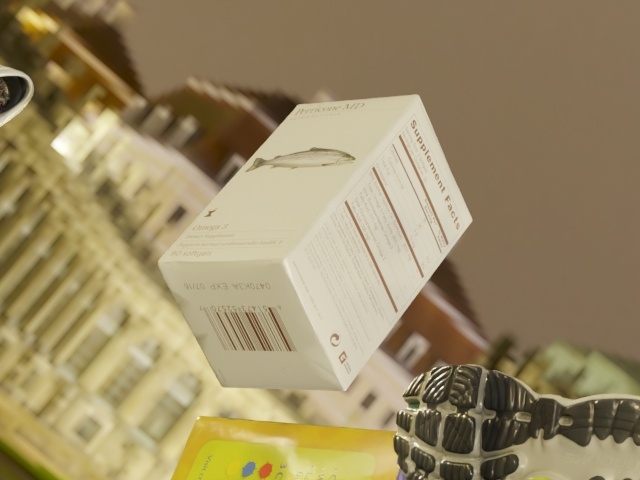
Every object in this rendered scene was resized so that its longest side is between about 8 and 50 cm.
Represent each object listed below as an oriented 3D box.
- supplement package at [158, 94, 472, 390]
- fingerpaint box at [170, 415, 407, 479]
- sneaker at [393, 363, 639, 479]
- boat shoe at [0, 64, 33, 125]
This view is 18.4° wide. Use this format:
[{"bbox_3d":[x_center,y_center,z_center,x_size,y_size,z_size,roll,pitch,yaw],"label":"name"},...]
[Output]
[{"bbox_3d":[0.000,0.000,1.260,0.105,0.179,0.105,-3,-55,38],"label":"supplement package"},{"bbox_3d":[-0.017,0.376,1.545,0.371,0.445,0.163,-2,-33,47],"label":"fingerpaint box"},{"bbox_3d":[0.168,0.157,1.402,0.275,0.107,0.110,9,-8,41],"label":"sneaker"},{"bbox_3d":[-0.298,-0.088,1.493,0.063,0.184,0.066,0,-73,50],"label":"boat shoe"}]
